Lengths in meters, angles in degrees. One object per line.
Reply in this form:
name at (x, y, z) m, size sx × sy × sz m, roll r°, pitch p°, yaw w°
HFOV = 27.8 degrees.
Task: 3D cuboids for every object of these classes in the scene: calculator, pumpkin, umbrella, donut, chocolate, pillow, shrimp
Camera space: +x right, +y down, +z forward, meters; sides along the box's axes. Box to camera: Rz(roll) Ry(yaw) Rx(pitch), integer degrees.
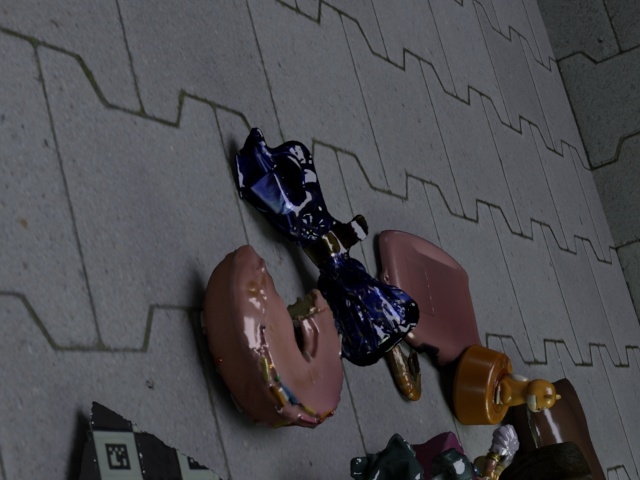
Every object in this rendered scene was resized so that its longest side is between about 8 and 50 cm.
calculator at (0.181, 0.097, 2.090) m, size 0.329 × 0.048 × 0.220 m, roll 25°, pitch 51°, yaw -56°
pumpkin at (0.299, 0.389, 1.750) m, size 0.131 × 0.125 × 0.248 m, roll -110°, pitch -169°, yaw -55°
umbrella at (0.053, 0.313, 1.425) m, size 0.348 × 0.094 × 0.143 m, roll -19°, pitch 102°, yaw -41°
donut at (-0.054, 0.128, 1.501) m, size 0.233 × 0.085 × 0.199 m, roll 39°, pitch 37°, yaw -51°
chocolate at (-0.001, -0.004, 1.715) m, size 0.148 × 0.126 × 0.343 m, roll -37°, pitch 101°, yaw -27°
pillow at (0.440, 0.395, 2.331) m, size 0.305 × 0.108 × 0.308 m, roll 10°, pitch 62°, yaw -65°
shrimp at (0.123, 0.178, 1.922) m, size 0.127 × 0.025 × 0.091 m, roll 65°, pitch 23°, yaw -21°

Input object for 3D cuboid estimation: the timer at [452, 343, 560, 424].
timer at (0.305, 0.241, 2.062) m, size 0.132 × 0.152 × 0.132 m, roll -19°, pitch 111°, yaw -59°

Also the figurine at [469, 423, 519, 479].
figurine at (0.257, 0.381, 1.938) m, size 0.240 × 0.115 × 0.175 m, roll -33°, pitch 104°, yaw -72°

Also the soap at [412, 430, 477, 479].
soap at (0.168, 0.459, 1.669) m, size 0.360 × 0.128 × 0.233 m, roll 66°, pitch 21°, yaw -8°

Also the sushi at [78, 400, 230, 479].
sushi at (-0.145, 0.332, 1.186) m, size 0.264 × 0.050 × 0.290 m, roll 36°, pitch 41°, yaw -30°
